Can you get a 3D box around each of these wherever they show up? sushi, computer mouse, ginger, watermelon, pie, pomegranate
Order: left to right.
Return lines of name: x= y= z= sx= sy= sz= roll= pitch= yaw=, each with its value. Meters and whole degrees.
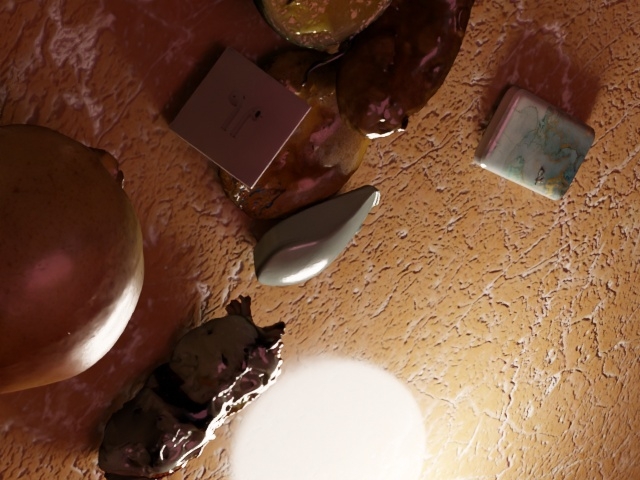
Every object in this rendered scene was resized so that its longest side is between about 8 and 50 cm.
pomegranate: x=-0.333 y=0.013 z=1.533 sx=0.319 sy=0.319 sz=0.319 roll=-27 pitch=135 yaw=-30
sushi: x=-0.185 y=0.223 z=1.975 sx=0.332 sy=0.124 sz=0.130 roll=-43 pitch=149 yaw=-10
pie: x=-0.036 y=-0.135 z=1.903 sx=0.273 sy=0.069 sz=0.273 roll=-23 pitch=132 yaw=-28
watermelon: x=-0.008 y=-0.346 z=1.716 sx=0.204 sy=0.127 sz=0.232 roll=-39 pitch=136 yaw=-12
computer mouse: x=0.000 y=0.000 z=2.009 sx=0.231 sy=0.079 sz=0.128 roll=-28 pitch=165 yaw=-31
ginger: x=0.110 y=-0.275 z=1.841 sx=0.172 sy=0.165 sz=0.321 roll=54 pitch=50 yaw=-75

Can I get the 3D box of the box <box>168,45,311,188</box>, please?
box: x=-0.102 y=-0.156 z=1.769 sx=0.129 sy=0.130 sz=0.051 roll=-54 pitch=-176 yaw=1

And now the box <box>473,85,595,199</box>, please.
box: x=0.359 y=-0.158 z=2.317 sx=0.285 sy=0.044 sz=0.142 roll=17 pitch=101 yaw=-51
